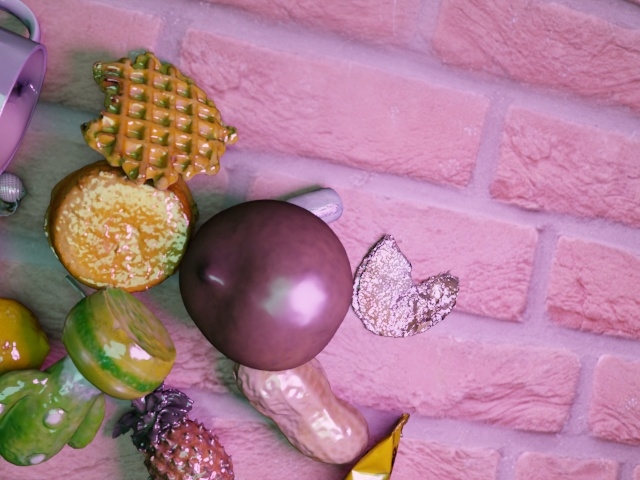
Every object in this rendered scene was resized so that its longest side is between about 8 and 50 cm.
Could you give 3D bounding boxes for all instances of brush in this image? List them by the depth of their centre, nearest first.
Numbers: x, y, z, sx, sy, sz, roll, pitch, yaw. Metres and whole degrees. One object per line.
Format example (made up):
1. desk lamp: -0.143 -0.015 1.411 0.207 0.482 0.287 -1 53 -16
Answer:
1. brush: -0.432 0.097 1.240 0.013 0.016 0.084 -39 102 4

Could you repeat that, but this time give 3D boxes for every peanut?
1. peanut: -0.030 0.311 1.293 0.149 0.149 0.313 -42 102 -7

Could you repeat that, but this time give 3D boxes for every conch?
1. conch: -0.549 -0.083 1.179 0.085 0.057 0.076 14 112 5

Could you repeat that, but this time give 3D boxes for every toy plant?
1. toy plant: -0.399 0.236 1.106 0.316 0.184 0.224 -40 137 3

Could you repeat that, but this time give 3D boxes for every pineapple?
1. pineapple: -0.292 0.344 1.238 0.170 0.141 0.310 -35 89 16

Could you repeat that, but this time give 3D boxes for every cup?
1. cup: -0.617 -0.296 1.072 0.326 0.237 0.323 22 60 -14

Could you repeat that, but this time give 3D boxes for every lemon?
1. lemon: -0.562 0.177 1.141 0.207 0.170 0.170 -12 97 -16

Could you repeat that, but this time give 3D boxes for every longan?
1. longan: -0.091 0.071 1.170 0.297 0.297 0.298 -1 95 -13

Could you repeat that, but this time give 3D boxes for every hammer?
1. hammer: 0.000 0.000 1.315 0.116 0.069 0.194 -18 107 -11

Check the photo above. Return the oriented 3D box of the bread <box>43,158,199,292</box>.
1. bread: -0.343 -0.021 1.187 0.268 0.145 0.269 -2 99 -12

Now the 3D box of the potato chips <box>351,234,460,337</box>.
1. potato chips: 0.171 0.102 1.379 0.219 0.029 0.202 16 91 -11

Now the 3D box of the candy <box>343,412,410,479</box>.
1. candy: 0.088 0.463 1.317 0.081 0.187 0.297 28 84 14

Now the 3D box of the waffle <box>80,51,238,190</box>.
1. waffle: -0.284 -0.207 1.165 0.291 0.051 0.291 17 52 -23
